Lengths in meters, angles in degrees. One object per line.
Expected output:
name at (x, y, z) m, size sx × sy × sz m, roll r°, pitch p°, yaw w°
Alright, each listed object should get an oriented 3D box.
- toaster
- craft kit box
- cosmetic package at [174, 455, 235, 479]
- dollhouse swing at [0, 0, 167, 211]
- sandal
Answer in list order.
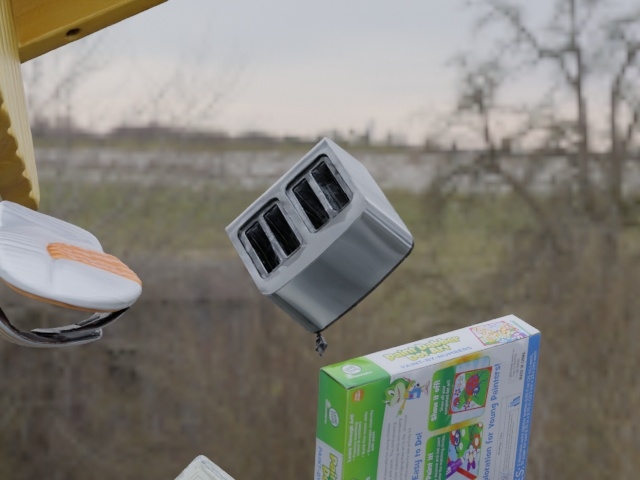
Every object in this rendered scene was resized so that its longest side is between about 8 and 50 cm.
toaster at (0.000, 0.000, 1.996) m, size 0.110 × 0.168 × 0.186 m, roll 38°, pitch 15°, yaw -43°
craft kit box at (0.108, 0.221, 1.826) m, size 0.246 × 0.250 × 0.061 m, roll -14°, pitch 30°, yaw -33°
cosmetic package at (-0.039, 0.310, 1.322) m, size 0.129 × 0.153 × 0.296 m, roll 34°, pitch -13°, yaw 41°
dollhouse swing at (-0.198, -0.247, 1.527) m, size 0.315 × 0.305 × 0.347 m, roll -24°, pitch -24°, yaw -12°
sandal at (-0.186, 0.034, 1.192) m, size 0.102 × 0.076 × 0.265 m, roll 20°, pitch 5°, yaw -14°
